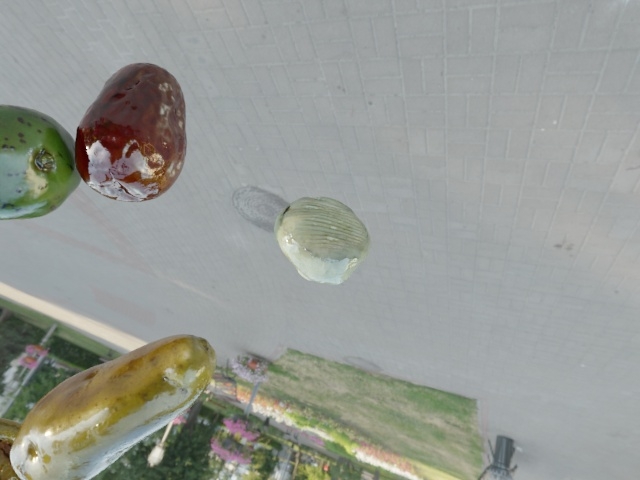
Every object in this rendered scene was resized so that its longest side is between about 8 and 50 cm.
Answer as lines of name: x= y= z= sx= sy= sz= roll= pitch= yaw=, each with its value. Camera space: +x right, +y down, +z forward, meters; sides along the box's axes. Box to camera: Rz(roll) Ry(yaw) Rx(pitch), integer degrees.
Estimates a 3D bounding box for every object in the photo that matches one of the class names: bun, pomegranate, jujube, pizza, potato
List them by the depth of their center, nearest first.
potato: x=-0.332 y=0.267 z=0.660 sx=0.368 sy=0.177 sz=0.195 roll=-32 pitch=154 yaw=3
pizza: x=-0.593 y=0.462 z=0.793 sx=0.271 sy=0.134 sz=0.056 roll=55 pitch=144 yaw=14
pomegranate: x=-0.655 y=-0.161 z=0.857 sx=0.270 sy=0.255 sz=0.254 roll=-4 pitch=144 yaw=33
jujube: x=-0.412 y=-0.243 z=0.908 sx=0.222 sy=0.319 sz=0.223 roll=4 pitch=157 yaw=2
bun: x=0.000 y=0.000 z=0.974 sx=0.238 sy=0.239 sz=0.141 roll=24 pitch=130 yaw=-4
